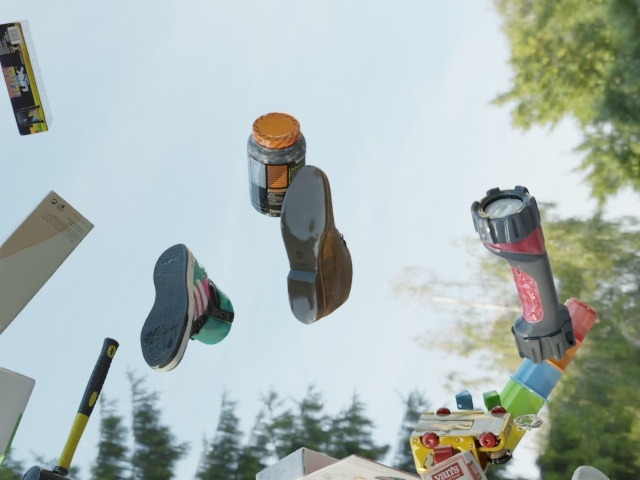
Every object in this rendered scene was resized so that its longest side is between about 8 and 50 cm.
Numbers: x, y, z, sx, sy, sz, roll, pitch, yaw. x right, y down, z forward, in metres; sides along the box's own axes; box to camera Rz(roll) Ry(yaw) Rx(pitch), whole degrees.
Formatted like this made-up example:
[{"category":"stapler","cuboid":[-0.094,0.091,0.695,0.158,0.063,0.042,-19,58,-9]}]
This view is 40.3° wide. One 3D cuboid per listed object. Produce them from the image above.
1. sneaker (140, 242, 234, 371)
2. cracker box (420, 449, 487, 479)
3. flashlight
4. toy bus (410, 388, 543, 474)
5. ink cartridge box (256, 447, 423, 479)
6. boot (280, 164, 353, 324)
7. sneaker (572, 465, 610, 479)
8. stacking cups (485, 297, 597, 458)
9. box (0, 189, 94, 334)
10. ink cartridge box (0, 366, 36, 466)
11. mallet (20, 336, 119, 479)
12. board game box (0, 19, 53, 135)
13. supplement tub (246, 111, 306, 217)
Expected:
[{"category":"sneaker","cuboid":[-0.251,0.164,1.688,0.178,0.124,0.295,51,-154,-37]},{"category":"cracker box","cuboid":[0.219,0.394,1.141,0.232,0.067,0.156,63,-173,16]},{"category":"flashlight","cuboid":[0.319,0.063,1.381,0.103,0.103,0.304,-38,-55,-28]},{"category":"toy bus","cuboid":[0.257,0.350,1.487,0.191,0.202,0.104,-18,-74,-17]},{"category":"ink cartridge box","cuboid":[0.072,0.461,1.657,0.296,0.261,0.066,28,-140,-35]},{"category":"boot","cuboid":[0.000,0.000,1.664,0.115,0.112,0.305,-17,-66,-41]},{"category":"sneaker","cuboid":[0.441,0.516,1.397,0.295,0.105,0.147,-98,22,-46]},{"category":"stacking cups","cuboid":[0.399,0.248,1.632,0.316,0.096,0.096,-58,-28,-3]},{"category":"box","cuboid":[-0.633,0.053,1.838,0.121,0.148,0.311,44,-114,-17]},{"category":"ink cartridge box","cuboid":[-0.601,0.350,1.555,0.219,0.093,0.160,-51,22,39]},{"category":"mallet","cuboid":[-0.240,0.192,0.900,0.062,0.039,0.189,46,-132,-30]},{"category":"board game box","cuboid":[-0.473,-0.262,1.390,0.141,0.048,0.170,-135,34,-70]},{"category":"supplement tub","cuboid":[-0.084,-0.148,1.698,0.190,0.117,0.117,92,-161,-45]}]
